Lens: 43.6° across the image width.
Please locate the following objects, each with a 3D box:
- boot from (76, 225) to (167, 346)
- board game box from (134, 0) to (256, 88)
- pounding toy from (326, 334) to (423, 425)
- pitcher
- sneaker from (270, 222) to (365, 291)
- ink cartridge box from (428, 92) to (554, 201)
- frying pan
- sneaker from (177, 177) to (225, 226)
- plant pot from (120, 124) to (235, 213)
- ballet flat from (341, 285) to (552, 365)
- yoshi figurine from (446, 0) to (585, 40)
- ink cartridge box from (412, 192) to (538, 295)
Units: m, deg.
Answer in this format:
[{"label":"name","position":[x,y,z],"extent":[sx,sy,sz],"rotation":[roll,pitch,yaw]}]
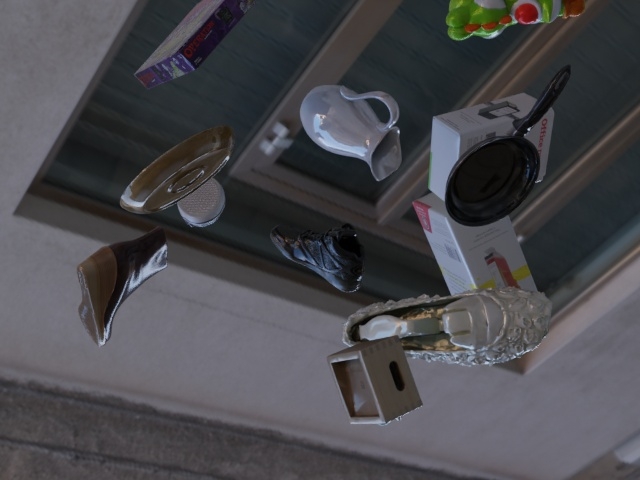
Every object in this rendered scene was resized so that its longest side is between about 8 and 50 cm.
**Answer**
[{"label":"boot","position":[-0.415,0.102,1.726],"extent":[0.207,0.248,0.090],"rotation":[-28,-130,-35]},{"label":"board game box","position":[-0.230,-0.385,1.487],"extent":[0.056,0.208,0.347],"rotation":[47,164,-21]},{"label":"pounding toy","position":[0.092,0.222,1.214],"extent":[0.100,0.130,0.141],"rotation":[-18,-93,-29]},{"label":"pitcher","position":[0.063,-0.236,1.533],"extent":[0.207,0.178,0.125],"rotation":[37,-130,28]},{"label":"sneaker","position":[0.000,0.000,1.669],"extent":[0.227,0.130,0.087],"rotation":[32,-143,24]},{"label":"ink cartridge box","position":[0.403,-0.216,1.903],"extent":[0.272,0.198,0.115],"rotation":[-17,-143,-22]},{"label":"frying pan","position":[0.314,-0.162,1.423],"extent":[0.197,0.326,0.053],"rotation":[-11,-140,-19]},{"label":"sneaker","position":[-0.311,-0.097,2.097],"extent":[0.126,0.127,0.321],"rotation":[-18,-148,-8]},{"label":"plant pot","position":[-0.240,-0.115,1.395],"extent":[0.032,0.236,0.236],"rotation":[53,-148,6]},{"label":"ballet flat","position":[0.219,0.166,1.486],"extent":[0.147,0.408,0.147],"rotation":[27,-122,-54]},{"label":"yoshi figurine","position":[0.487,-0.627,2.077],"extent":[0.203,0.362,0.204],"rotation":[-126,19,-87]},{"label":"ink cartridge box","position":[0.423,0.051,2.141],"extent":[0.385,0.160,0.279],"rotation":[66,173,-15]}]
